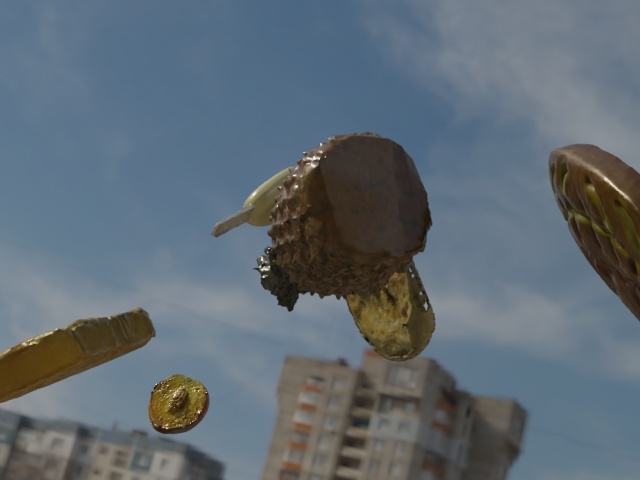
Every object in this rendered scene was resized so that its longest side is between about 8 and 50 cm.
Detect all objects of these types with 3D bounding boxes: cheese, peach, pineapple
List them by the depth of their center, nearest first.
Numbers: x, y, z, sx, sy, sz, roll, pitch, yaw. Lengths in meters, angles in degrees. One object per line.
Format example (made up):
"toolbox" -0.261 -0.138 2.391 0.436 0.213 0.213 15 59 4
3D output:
"pineapple" 0.000 0.000 1.736 0.202 0.202 0.362 21 -27 -18
"peach" -0.205 0.249 1.935 0.098 0.098 0.061 6 -24 23
"cheese" -0.123 -0.061 2.520 0.054 0.251 0.127 40 -49 17

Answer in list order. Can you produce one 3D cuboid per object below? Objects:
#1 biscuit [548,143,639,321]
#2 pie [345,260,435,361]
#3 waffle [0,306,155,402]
"biscuit" 0.427 0.034 1.761 0.350 0.070 0.394 60 -2 -15
"pie" 0.091 0.058 1.996 0.055 0.274 0.274 -18 -9 -21
"waffle" -0.343 0.153 1.612 0.221 0.055 0.248 -23 -3 15
